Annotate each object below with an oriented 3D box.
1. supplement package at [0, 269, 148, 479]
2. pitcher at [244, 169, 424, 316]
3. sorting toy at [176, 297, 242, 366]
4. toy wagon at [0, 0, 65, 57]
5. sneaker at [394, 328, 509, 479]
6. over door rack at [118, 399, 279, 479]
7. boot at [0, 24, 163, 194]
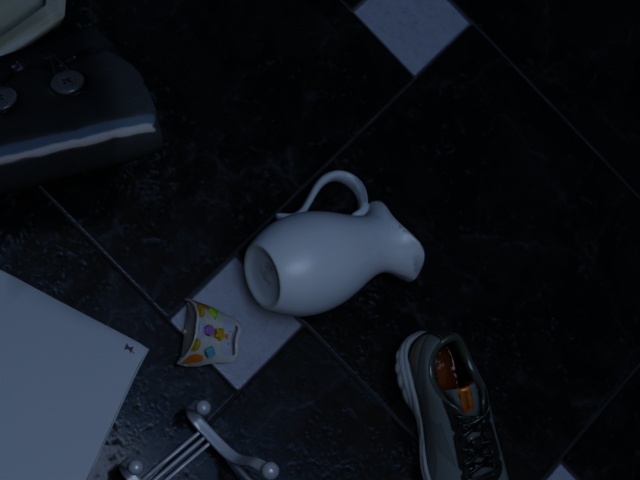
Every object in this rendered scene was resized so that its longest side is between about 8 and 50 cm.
[{"bbox_3d":[-0.344,0.202,1.803,0.204,0.145,0.262,29,52,-10],"label":"supplement package"},{"bbox_3d":[0.000,0.000,2.034,0.207,0.125,0.178,-17,60,-33],"label":"pitcher"},{"bbox_3d":[-0.130,0.116,1.995,0.075,0.045,0.083,17,69,-34],"label":"sorting toy"},{"bbox_3d":[-0.463,-0.372,1.996,0.267,0.068,0.344,-40,90,-24],"label":"toy wagon"},{"bbox_3d":[0.172,0.237,2.024,0.100,0.108,0.271,-17,83,-24],"label":"sneaker"},{"bbox_3d":[-0.119,0.375,1.886,0.239,0.108,0.324,-40,91,-23],"label":"over door rack"},{"bbox_3d":[-0.383,-0.061,1.833,0.445,0.146,0.367,-15,53,-22],"label":"boot"}]
